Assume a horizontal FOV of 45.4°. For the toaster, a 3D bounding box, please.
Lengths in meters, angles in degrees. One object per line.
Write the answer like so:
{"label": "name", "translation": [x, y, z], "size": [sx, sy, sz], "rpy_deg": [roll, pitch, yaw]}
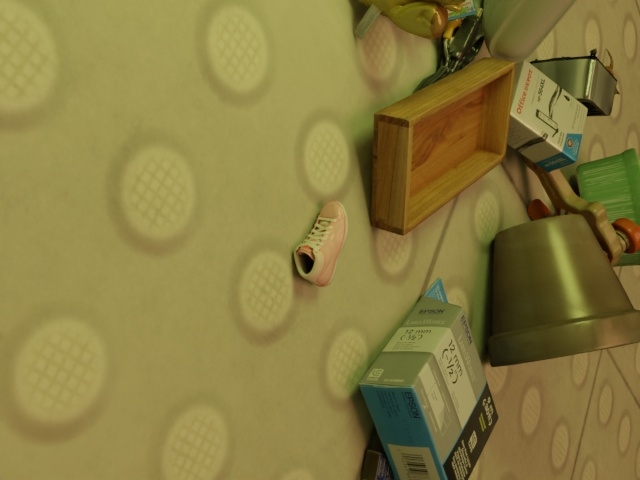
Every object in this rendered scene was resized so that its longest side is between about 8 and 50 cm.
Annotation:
{"label": "toaster", "translation": [0.576, -0.355, 1.768], "size": [0.185, 0.168, 0.110], "rpy_deg": [17, 80, -51]}

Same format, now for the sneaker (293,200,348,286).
{"label": "sneaker", "translation": [0.000, 0.000, 1.152], "size": [0.070, 0.051, 0.134], "rpy_deg": [20, 80, -56]}

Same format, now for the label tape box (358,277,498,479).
{"label": "label tape box", "translation": [0.225, 0.255, 1.376], "size": [0.347, 0.115, 0.249], "rpy_deg": [-43, 119, -46]}

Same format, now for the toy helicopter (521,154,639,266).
{"label": "toy helicopter", "translation": [0.567, -0.079, 1.777], "size": [0.140, 0.235, 0.355], "rpy_deg": [-34, 97, -14]}

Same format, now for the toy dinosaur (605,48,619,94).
{"label": "toy dinosaur", "translation": [0.797, -0.461, 2.126], "size": [0.211, 0.064, 0.112], "rpy_deg": [-33, 116, -46]}

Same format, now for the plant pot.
{"label": "plant pot", "translation": [0.489, 0.103, 1.613], "size": [0.323, 0.323, 0.280], "rpy_deg": [1, 74, -52]}

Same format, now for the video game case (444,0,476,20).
{"label": "video game case", "translation": [0.215, -0.479, 1.377], "size": [0.119, 0.015, 0.166], "rpy_deg": [-22, 99, -31]}

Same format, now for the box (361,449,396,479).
{"label": "box", "translation": [0.143, 0.454, 1.369], "size": [0.225, 0.036, 0.136], "rpy_deg": [25, 72, -48]}

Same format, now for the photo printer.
{"label": "photo printer", "translation": [0.416, -0.508, 1.467], "size": [0.107, 0.307, 0.256], "rpy_deg": [18, 56, -12]}

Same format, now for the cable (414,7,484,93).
{"label": "cable", "translation": [0.236, -0.340, 1.453], "size": [0.287, 0.072, 0.139], "rpy_deg": [-61, 153, -13]}

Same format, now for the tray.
{"label": "tray", "translation": [0.228, -0.184, 1.382], "size": [0.411, 0.076, 0.203], "rpy_deg": [-33, 132, -45]}

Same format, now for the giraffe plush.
{"label": "giraffe plush", "translation": [0.163, -0.414, 1.239], "size": [0.181, 0.210, 0.170], "rpy_deg": [58, 39, -3]}

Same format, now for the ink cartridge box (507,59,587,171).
{"label": "ink cartridge box", "translation": [0.462, -0.265, 1.636], "size": [0.203, 0.086, 0.148], "rpy_deg": [29, 66, -23]}

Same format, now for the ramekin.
{"label": "ramekin", "translation": [0.749, -0.073, 1.953], "size": [0.303, 0.148, 0.304], "rpy_deg": [-9, 90, -71]}
